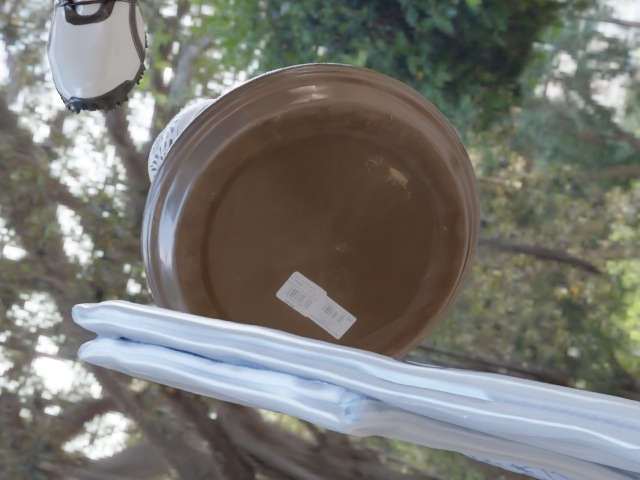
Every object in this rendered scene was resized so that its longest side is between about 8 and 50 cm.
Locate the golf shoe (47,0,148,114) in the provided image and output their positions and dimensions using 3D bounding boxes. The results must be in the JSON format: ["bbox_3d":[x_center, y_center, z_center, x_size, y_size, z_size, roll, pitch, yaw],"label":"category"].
[{"bbox_3d":[-0.170,-0.188,0.858,0.094,0.077,0.198,74,-168,-62],"label":"golf shoe"}]

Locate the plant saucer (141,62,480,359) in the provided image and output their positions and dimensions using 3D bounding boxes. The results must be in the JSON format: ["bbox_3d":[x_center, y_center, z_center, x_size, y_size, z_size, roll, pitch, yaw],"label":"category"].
[{"bbox_3d":[0.000,0.000,0.927,0.041,0.278,0.277,-124,38,-65],"label":"plant saucer"}]

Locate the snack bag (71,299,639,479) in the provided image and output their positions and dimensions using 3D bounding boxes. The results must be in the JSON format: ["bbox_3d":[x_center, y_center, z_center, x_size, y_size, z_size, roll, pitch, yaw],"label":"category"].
[{"bbox_3d":[0.111,0.094,0.508,0.323,0.343,0.037,23,-102,-44],"label":"snack bag"}]

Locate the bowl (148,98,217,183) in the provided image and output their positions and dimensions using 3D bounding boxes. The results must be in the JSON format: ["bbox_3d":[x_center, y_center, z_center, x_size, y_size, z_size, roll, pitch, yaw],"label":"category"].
[{"bbox_3d":[-0.114,-0.107,1.359,0.080,0.170,0.170,103,-172,-57],"label":"bowl"}]
